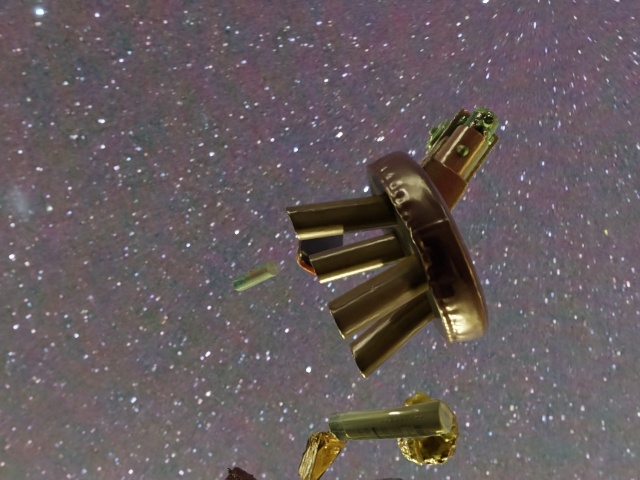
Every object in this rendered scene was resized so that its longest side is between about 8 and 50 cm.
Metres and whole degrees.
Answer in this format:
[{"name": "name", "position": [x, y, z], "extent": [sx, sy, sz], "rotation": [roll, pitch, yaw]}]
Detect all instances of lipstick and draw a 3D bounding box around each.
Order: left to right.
[{"name": "lipstick", "position": [-0.189, 0.103, 1.683], "extent": [0.157, 0.048, 0.048], "rotation": [-26, -78, 39]}]

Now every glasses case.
[{"name": "glasses case", "position": [0.000, 0.000, 1.355], "extent": [0.103, 0.267, 0.067], "rotation": [24, -64, -8]}]

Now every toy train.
[{"name": "toy train", "position": [0.285, -0.168, 1.285], "extent": [0.150, 0.221, 0.304], "rotation": [36, -98, -1]}]

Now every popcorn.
[{"name": "popcorn", "position": [0.304, 0.545, 1.666], "extent": [0.197, 0.155, 0.198], "rotation": [0, -79, 0]}]

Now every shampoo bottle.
[{"name": "shampoo bottle", "position": [0.115, 0.309, 0.988], "extent": [0.212, 0.049, 0.072], "rotation": [-14, -45, 29]}]

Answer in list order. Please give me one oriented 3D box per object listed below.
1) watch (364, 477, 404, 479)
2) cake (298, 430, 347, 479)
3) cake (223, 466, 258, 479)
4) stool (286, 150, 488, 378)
[{"name": "watch", "position": [0.096, 0.602, 1.149], "extent": [0.274, 0.241, 0.305], "rotation": [-21, -74, 37]}, {"name": "cake", "position": [0.008, 0.624, 1.696], "extent": [0.079, 0.116, 0.185], "rotation": [27, -67, 54]}, {"name": "cake", "position": [-0.166, 0.541, 1.063], "extent": [0.135, 0.246, 0.112], "rotation": [31, -78, 3]}, {"name": "stool", "position": [0.086, 0.035, 0.772], "extent": [0.178, 0.272, 0.272], "rotation": [-25, -76, -1]}]
